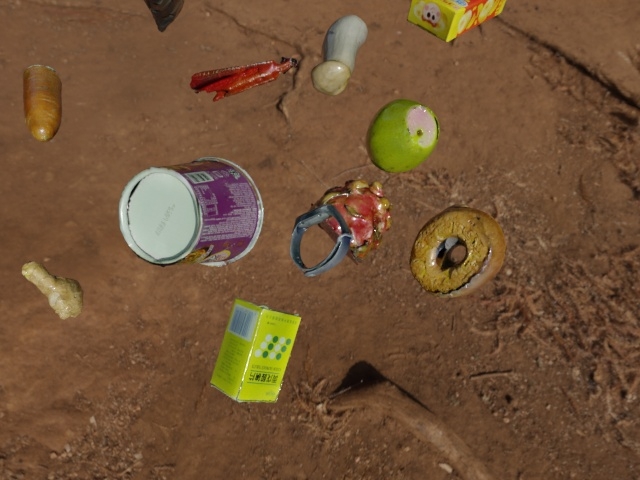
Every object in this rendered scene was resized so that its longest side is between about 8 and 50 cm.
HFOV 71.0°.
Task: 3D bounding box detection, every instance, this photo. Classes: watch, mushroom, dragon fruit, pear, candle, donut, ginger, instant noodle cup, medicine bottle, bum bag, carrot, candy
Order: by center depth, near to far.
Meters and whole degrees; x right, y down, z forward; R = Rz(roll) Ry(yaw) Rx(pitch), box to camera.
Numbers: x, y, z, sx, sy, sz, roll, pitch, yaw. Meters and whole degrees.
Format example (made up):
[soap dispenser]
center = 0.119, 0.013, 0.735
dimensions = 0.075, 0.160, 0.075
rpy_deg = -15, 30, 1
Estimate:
[carrot]
center = -0.344, -0.169, 0.560
dimensions = 0.048, 0.048, 0.139
rpy_deg = -14, 48, -21
[ginger]
center = -0.620, 0.107, 1.064
dimensions = 0.165, 0.067, 0.096
rpy_deg = 56, 21, -11
[bum bag]
center = -0.398, -0.621, 1.087
dimensions = 0.095, 0.144, 0.340
rpy_deg = 22, 3, -4
[candle]
center = -0.194, -0.415, 1.133
dimensions = 0.301, 0.084, 0.059
rpy_deg = -7, 60, 22
[pear]
center = 0.198, -0.263, 1.159
dimensions = 0.187, 0.219, 0.188
rpy_deg = 3, 83, -30
[medicine bottle]
center = -0.176, 0.292, 1.204
dimensions = 0.141, 0.250, 0.137
rpy_deg = 11, -8, 44
[candy]
center = 0.376, -0.643, 1.214
dimensions = 0.276, 0.088, 0.146
rpy_deg = -35, 65, -27
[instant noodle cup]
center = -0.364, -0.067, 1.235
dimensions = 0.339, 0.340, 0.266
rpy_deg = 22, 14, 13
[mushroom]
center = 0.052, -0.515, 1.274
dimensions = 0.122, 0.159, 0.329
rpy_deg = 13, 50, 2
[watch]
center = 0.000, 0.000, 1.339
dimensions = 0.068, 0.206, 0.193
rpy_deg = 12, 64, -53
[donut]
center = 0.446, 0.040, 1.485
dimensions = 0.299, 0.317, 0.150
rpy_deg = 13, 11, 35
[dragon fruit]
center = 0.131, -0.106, 1.642
dimensions = 0.263, 0.296, 0.314
rpy_deg = -41, 81, -3
